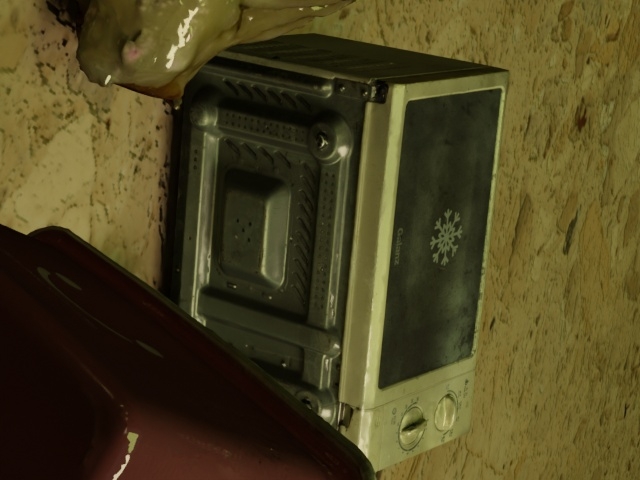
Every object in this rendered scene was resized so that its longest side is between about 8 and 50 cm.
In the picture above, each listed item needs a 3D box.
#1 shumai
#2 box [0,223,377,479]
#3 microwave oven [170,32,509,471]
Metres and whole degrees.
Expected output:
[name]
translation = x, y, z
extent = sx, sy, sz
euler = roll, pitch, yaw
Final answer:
[shumai]
translation = -0.059, -0.153, 0.972
extent = 0.206, 0.166, 0.176
euler = 23, 90, -37
[box]
translation = -0.143, 0.100, 0.776
extent = 0.167, 0.294, 0.193
euler = 30, 93, -51
[microwave oven]
translation = 0.000, 0.000, 1.099
extent = 0.145, 0.194, 0.240
euler = -15, 114, -53
